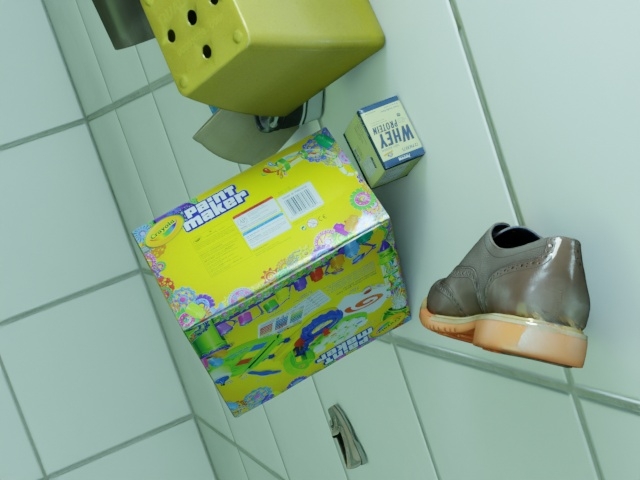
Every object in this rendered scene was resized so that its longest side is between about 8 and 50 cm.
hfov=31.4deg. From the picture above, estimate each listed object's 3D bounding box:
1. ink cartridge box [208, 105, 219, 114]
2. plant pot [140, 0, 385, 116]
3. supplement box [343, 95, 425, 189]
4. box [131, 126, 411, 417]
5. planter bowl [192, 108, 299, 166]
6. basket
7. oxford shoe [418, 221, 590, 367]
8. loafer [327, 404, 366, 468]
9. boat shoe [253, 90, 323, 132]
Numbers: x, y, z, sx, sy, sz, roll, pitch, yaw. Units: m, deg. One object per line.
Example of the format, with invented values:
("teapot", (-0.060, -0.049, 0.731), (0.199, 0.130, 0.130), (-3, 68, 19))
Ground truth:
("ink cartridge box", (-0.152, -0.310, 1.824), (0.134, 0.078, 0.231), (64, 162, 12))
("plant pot", (-0.088, -0.274, 1.379), (0.212, 0.187, 0.212), (-29, 82, 43))
("supplement box", (0.078, -0.120, 1.412), (0.083, 0.056, 0.083), (64, 162, 10))
("box", (-0.055, 0.051, 1.529), (0.177, 0.290, 0.279), (57, 171, 32))
("planter bowl", (-0.103, -0.178, 1.743), (0.109, 0.162, 0.162), (44, 164, -9))
("basket", (-0.371, -0.489, 2.155), (0.204, 0.154, 0.227), (17, 130, 65))
("oxford shoe", (0.200, 0.052, 1.216), (0.363, 0.130, 0.133), (-177, 99, -78))
("loafer", (0.040, 0.361, 2.092), (0.125, 0.039, 0.045), (60, 161, 24))
("boat shoe", (-0.061, -0.273, 1.560), (0.113, 0.105, 0.306), (57, 159, 31))
